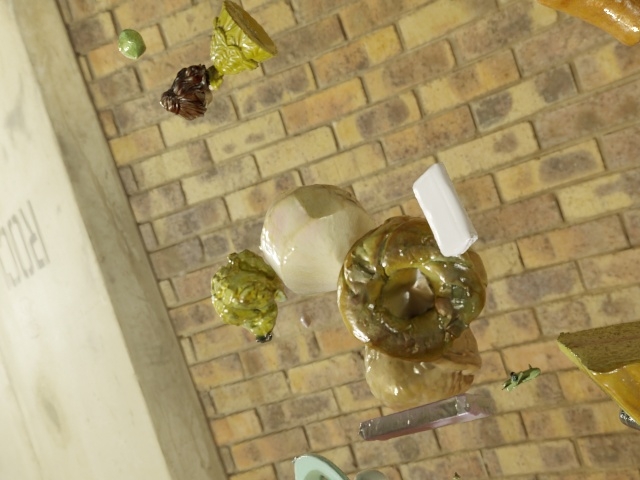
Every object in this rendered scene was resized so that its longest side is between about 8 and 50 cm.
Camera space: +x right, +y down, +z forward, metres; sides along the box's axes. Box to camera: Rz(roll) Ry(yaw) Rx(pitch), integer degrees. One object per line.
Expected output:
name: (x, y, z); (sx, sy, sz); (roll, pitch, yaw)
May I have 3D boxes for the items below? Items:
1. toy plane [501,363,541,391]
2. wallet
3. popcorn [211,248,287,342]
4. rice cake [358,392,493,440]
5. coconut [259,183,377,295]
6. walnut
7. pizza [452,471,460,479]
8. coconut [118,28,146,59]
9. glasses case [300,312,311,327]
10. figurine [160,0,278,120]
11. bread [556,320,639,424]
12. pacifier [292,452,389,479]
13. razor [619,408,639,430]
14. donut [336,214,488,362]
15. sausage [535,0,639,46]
toy plane: (0.529, 0.363, 1.456); (0.111, 0.040, 0.102); (-36, 176, 13)
wallet: (0.248, -0.059, 1.103); (0.033, 0.190, 0.095); (-7, 157, -31)
popcorn: (-0.255, 0.177, 1.974); (0.293, 0.293, 0.237); (-18, -141, 19)
rice cake: (0.230, 0.403, 1.244); (0.298, 0.050, 0.106); (-27, 149, 31)
coconut: (0.000, 0.000, 1.619); (0.352, 0.353, 0.352); (-19, -178, 1)
walnut: (0.281, 0.317, 1.580); (0.381, 0.381, 0.381); (-19, -178, 1)
pizza: (0.316, 0.592, 1.102); (0.287, 0.280, 0.075); (18, -153, 37)
coconut: (-0.596, -0.617, 1.740); (0.087, 0.096, 0.088); (-17, 173, -2)
glasses case: (-0.048, 0.267, 1.835); (0.021, 0.032, 0.083); (18, 160, 21)
figurine: (-0.280, -0.445, 1.452); (0.315, 0.187, 0.168); (-41, -173, 24)
bread: (0.682, 0.181, 1.022); (0.361, 0.245, 0.233); (-44, 178, 8)
pacifier: (0.059, 0.595, 1.181); (0.269, 0.343, 0.288); (-18, -134, -36)
razor: (0.760, 0.403, 1.277); (0.054, 0.090, 0.148); (6, 177, -4)
donut: (0.221, 0.114, 1.315); (0.360, 0.360, 0.170); (-19, -174, 11)
sausage: (0.583, -0.519, 1.181); (0.109, 0.270, 0.109); (-61, 174, -11)
